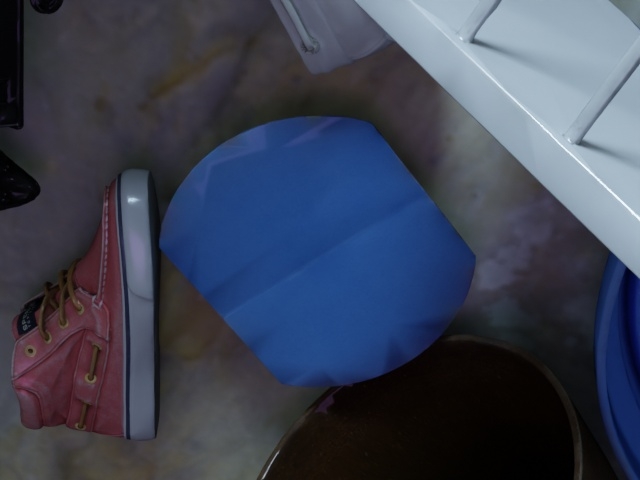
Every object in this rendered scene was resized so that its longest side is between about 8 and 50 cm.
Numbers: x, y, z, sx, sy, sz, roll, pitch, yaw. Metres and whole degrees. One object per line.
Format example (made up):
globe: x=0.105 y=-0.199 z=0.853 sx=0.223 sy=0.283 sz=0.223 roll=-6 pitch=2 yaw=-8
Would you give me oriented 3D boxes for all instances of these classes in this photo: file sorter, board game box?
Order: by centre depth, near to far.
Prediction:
file sorter: x=0.181 y=-0.091 z=0.738 sx=0.277 sy=0.193 sz=0.173 roll=47 pitch=117 yaw=26
board game box: x=0.000 y=0.000 z=0.982 sx=0.133 sy=0.033 sz=0.168 roll=-32 pitch=117 yaw=16

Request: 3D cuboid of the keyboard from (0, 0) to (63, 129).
keyboard: x=-0.170 y=-0.140 z=0.883 sx=0.108 sy=0.023 sz=0.180 roll=-8 pitch=113 yaw=-28

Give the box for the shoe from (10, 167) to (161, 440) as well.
shoe: x=-0.129 y=0.038 z=0.998 sx=0.081 sy=0.063 sz=0.178 roll=2 pitch=127 yaw=-2

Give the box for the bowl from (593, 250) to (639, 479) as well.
bowl: x=0.338 y=0.038 z=0.946 sx=0.391 sy=0.077 sz=0.391 roll=3 pitch=123 yaw=4

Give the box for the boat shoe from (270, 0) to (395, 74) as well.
boat shoe: x=-0.043 y=-0.180 z=0.832 sx=0.084 sy=0.095 sz=0.258 roll=-29 pitch=114 yaw=17

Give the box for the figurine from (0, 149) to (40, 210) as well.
figurine: x=-0.269 y=-0.088 z=0.928 sx=0.209 sy=0.092 sz=0.215 roll=-11 pitch=121 yaw=3

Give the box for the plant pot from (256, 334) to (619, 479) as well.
plant pot: x=0.104 y=0.203 z=1.019 sx=0.215 sy=0.215 sz=0.230 roll=-28 pitch=131 yaw=21
